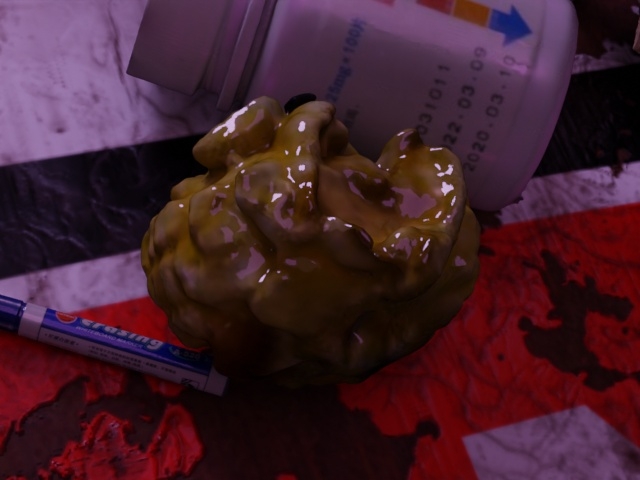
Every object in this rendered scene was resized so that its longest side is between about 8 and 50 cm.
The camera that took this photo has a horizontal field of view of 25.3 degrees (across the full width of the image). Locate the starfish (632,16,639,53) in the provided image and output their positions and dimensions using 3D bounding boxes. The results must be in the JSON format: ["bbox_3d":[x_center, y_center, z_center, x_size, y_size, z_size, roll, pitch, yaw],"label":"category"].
[{"bbox_3d":[0.222,-0.246,1.159,0.277,0.062,0.236,-36,48,-2],"label":"starfish"}]

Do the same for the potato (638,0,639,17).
[{"bbox_3d":[0.350,-0.129,1.127,0.161,0.128,0.234,-1,55,-18],"label":"potato"}]

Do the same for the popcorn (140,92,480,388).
[{"bbox_3d":[-0.002,0.001,0.910,0.218,0.189,0.169,-7,59,-22],"label":"popcorn"}]

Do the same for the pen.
[{"bbox_3d":[-0.155,0.062,0.930,0.204,0.025,0.025,18,58,-6],"label":"pen"}]

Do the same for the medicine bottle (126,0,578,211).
[{"bbox_3d":[0.021,-0.138,1.009,0.293,0.170,0.170,18,58,-7],"label":"medicine bottle"}]
